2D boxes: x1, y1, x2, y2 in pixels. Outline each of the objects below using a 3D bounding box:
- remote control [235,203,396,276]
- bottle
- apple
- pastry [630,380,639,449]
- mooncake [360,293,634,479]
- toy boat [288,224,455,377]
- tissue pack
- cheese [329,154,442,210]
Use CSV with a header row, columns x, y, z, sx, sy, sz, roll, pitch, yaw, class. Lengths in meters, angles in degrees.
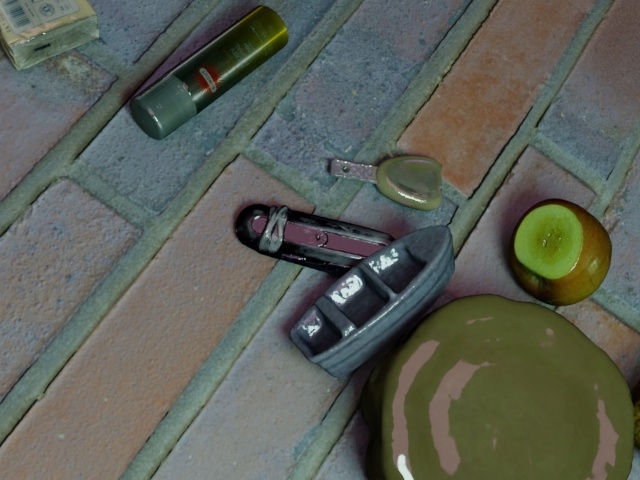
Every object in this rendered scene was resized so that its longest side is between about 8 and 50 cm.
x,y,z,sx,sy,sz,roll,pitch,yaw,class
0.000,0.000,1.316,0.265,0.066,0.090,15,66,-9,remote control
-0.176,-0.271,1.363,0.082,0.082,0.286,45,67,5,bottle
0.381,0.023,1.354,0.146,0.163,0.147,26,72,43,apple
0.536,0.253,1.297,0.188,0.189,0.103,-39,75,-23,pastry
0.237,0.271,1.215,0.378,0.201,0.379,3,73,-10,mooncake
0.087,0.082,1.245,0.283,0.127,0.078,-38,123,-6,toy boat
-0.458,-0.384,1.327,0.148,0.092,0.196,-29,81,-21,tissue pack
0.108,-0.104,1.399,0.192,0.037,0.097,8,67,-11,cheese
